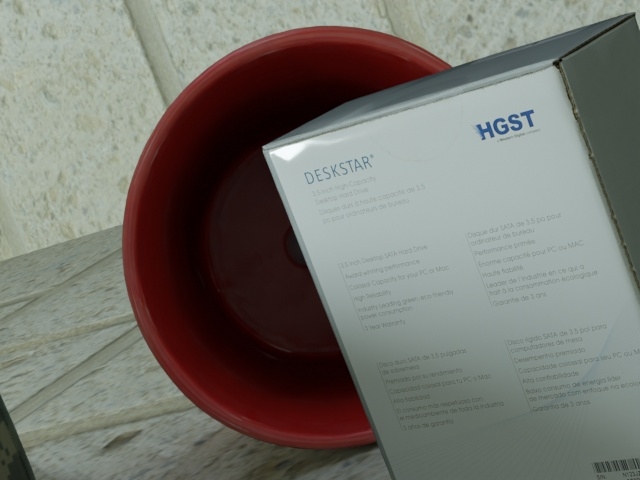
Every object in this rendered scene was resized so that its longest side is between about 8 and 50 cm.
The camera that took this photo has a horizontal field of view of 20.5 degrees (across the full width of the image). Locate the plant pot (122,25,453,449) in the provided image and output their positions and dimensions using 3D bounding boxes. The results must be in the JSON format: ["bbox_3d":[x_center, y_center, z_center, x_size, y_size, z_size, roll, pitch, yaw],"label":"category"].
[{"bbox_3d":[0.000,0.000,1.254,0.275,0.275,0.243,-22,0,-3],"label":"plant pot"}]

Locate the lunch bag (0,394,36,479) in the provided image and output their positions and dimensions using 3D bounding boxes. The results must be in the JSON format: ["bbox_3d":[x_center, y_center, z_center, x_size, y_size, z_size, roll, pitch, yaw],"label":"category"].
[{"bbox_3d":[-0.321,0.190,0.938,0.256,0.212,0.305,-7,17,40],"label":"lunch bag"}]

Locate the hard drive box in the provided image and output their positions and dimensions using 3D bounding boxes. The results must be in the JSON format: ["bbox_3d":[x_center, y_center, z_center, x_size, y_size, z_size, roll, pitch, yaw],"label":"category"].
[{"bbox_3d":[0.100,0.028,0.875,0.181,0.232,0.089,-13,13,39],"label":"hard drive box"}]
